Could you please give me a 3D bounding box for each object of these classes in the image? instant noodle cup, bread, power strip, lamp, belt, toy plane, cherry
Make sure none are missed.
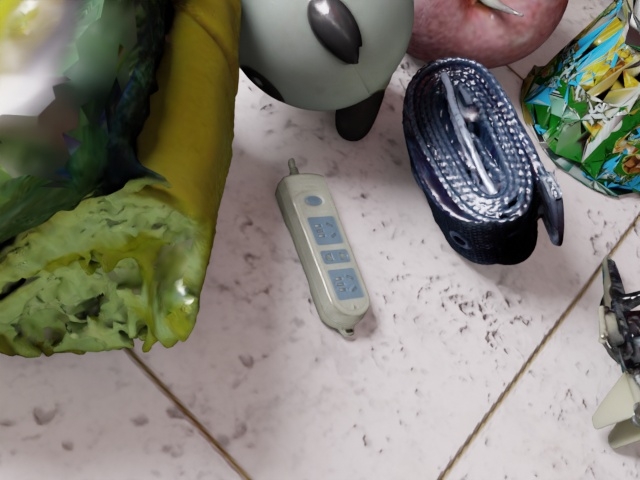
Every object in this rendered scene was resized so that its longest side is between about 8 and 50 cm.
[{"bbox_3d":[0.392,-0.191,0.943,0.240,0.178,0.240,13,52,-18],"label":"instant noodle cup"},{"bbox_3d":[-0.176,-0.091,0.562,0.208,0.251,0.376,31,44,-38],"label":"bread"},{"bbox_3d":[0.000,0.000,0.714,0.048,0.030,0.191,-4,60,-29],"label":"power strip"},{"bbox_3d":[0.000,-0.208,0.735,0.198,0.244,0.197,-3,75,12],"label":"lamp"},{"bbox_3d":[0.158,-0.074,0.791,0.122,0.128,0.218,-19,59,6],"label":"belt"},{"bbox_3d":[0.318,0.098,0.762,0.192,0.088,0.262,45,41,-27],"label":"toy plane"},{"bbox_3d":[0.170,-0.309,0.902,0.236,0.213,0.285,26,27,-31],"label":"cherry"}]
